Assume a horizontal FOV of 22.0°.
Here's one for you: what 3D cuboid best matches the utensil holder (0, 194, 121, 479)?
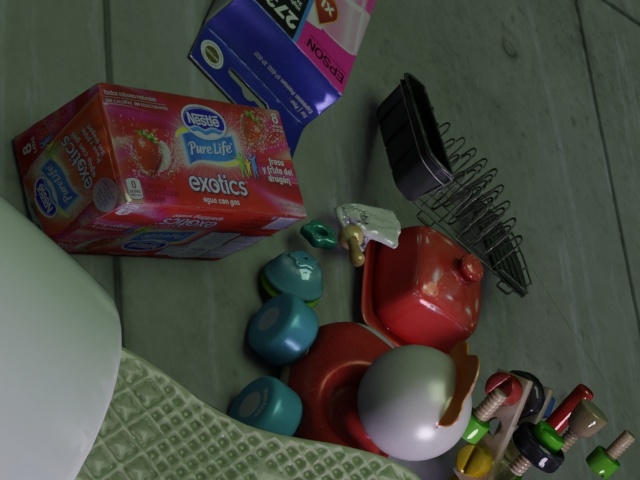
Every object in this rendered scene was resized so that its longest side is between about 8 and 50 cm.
[{"bbox_3d":[-0.366,0.039,1.065,0.385,0.328,0.327,41,41,-31],"label":"utensil holder"}]

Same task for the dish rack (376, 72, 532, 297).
[{"bbox_3d":[0.176,-0.058,2.002,0.271,0.074,0.208,41,23,-30],"label":"dish rack"}]

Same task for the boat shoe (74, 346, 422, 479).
[{"bbox_3d":[-0.133,0.215,1.419,0.500,0.156,0.186,21,57,-25],"label":"boat shoe"}]

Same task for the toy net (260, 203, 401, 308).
[{"bbox_3d":[0.000,0.000,1.811,0.122,0.045,0.232,39,31,19],"label":"toy net"}]

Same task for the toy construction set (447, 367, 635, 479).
[{"bbox_3d":[0.222,0.292,1.820,0.257,0.237,0.309,41,15,4],"label":"toy construction set"}]

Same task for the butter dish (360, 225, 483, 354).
[{"bbox_3d":[0.134,0.049,1.888,0.160,0.118,0.160,37,43,-34],"label":"butter dish"}]

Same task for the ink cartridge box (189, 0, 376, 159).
[{"bbox_3d":[-0.029,-0.277,1.939,0.176,0.069,0.371,45,41,-24],"label":"ink cartridge box"}]

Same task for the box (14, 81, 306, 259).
[{"bbox_3d":[-0.150,-0.061,1.583,0.257,0.128,0.122,3,66,-51],"label":"box"}]

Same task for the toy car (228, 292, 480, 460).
[{"bbox_3d":[0.074,0.152,1.641,0.219,0.238,0.210,41,41,-29],"label":"toy car"}]
